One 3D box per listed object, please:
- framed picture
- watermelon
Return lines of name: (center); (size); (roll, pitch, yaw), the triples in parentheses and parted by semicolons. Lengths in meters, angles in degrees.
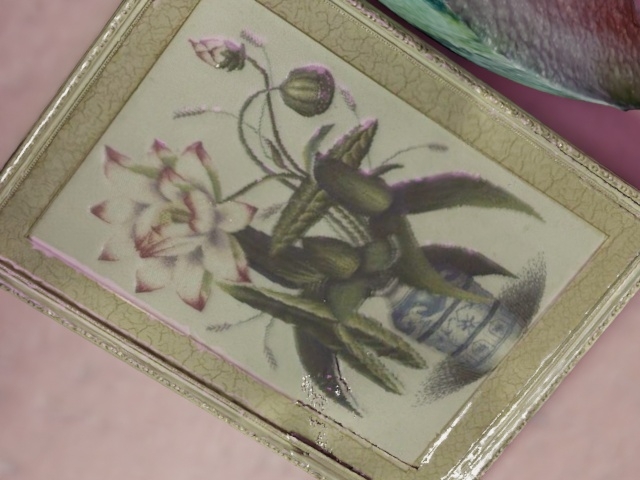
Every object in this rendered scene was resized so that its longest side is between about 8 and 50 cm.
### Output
framed picture: (0.000, 0.000, 0.719); (0.231, 0.010, 0.173); (32, 107, -18)
watermelon: (0.060, -0.105, 0.685); (0.094, 0.081, 0.180); (-47, 126, -12)
